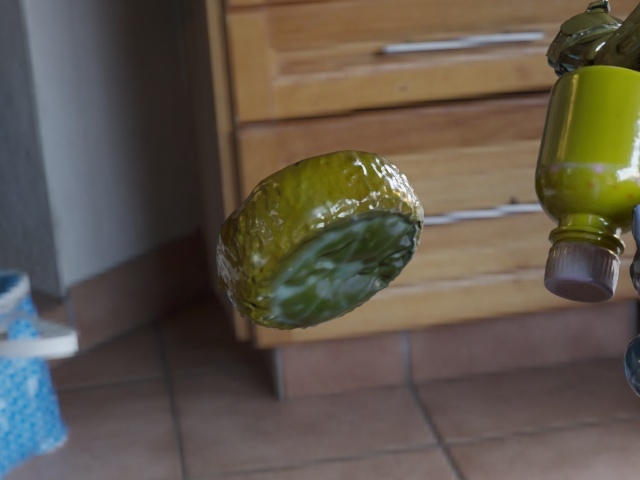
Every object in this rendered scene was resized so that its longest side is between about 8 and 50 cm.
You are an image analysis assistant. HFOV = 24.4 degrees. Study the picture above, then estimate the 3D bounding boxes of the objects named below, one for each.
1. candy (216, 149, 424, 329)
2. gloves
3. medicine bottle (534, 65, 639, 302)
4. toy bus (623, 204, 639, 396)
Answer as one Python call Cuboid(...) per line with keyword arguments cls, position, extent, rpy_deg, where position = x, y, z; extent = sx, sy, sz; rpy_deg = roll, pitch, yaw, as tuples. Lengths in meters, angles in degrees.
Cuboid(cls="candy", position=(0.000, 0.000, 1.756), extent=(0.260, 0.260, 0.118), rpy_deg=(-14, 57, -30))
Cuboid(cls="gloves", position=(0.383, -0.209, 1.692), extent=(0.154, 0.141, 0.331), rpy_deg=(29, -4, -22))
Cuboid(cls="medicine bottle", position=(0.265, -0.050, 1.425), extent=(0.121, 0.213, 0.122), rpy_deg=(12, -19, 4))
Cuboid(cls="toy bus", position=(0.392, 0.070, 1.339), extent=(0.231, 0.294, 0.197), rpy_deg=(-2, 32, 3))
